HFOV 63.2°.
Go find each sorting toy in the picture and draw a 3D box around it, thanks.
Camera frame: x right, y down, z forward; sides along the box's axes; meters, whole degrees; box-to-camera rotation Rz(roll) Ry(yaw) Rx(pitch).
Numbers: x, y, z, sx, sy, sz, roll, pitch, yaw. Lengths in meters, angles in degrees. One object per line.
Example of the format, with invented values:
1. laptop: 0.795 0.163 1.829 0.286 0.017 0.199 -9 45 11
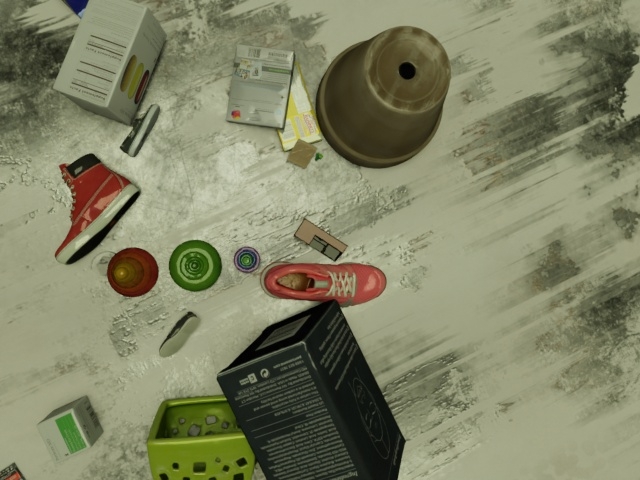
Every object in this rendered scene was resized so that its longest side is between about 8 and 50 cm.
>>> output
1. sorting toy: -0.324 0.062 1.215 0.366 0.126 0.127 -6 89 -7
2. sorting toy: -0.036 -0.213 1.310 0.083 0.012 0.062 23 108 -25

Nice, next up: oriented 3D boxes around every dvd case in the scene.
1. dvd case: -0.716 0.588 1.202 0.087 0.013 0.119 -33 91 -7

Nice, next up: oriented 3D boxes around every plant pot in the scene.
1. plant pot: -0.254 0.488 1.166 0.227 0.228 0.207 -1 94 -8
2. plant pot: 0.162 -0.349 1.217 0.323 0.280 0.323 0 88 -6

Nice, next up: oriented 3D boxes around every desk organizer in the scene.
1. desk organizer: 0.000 0.000 1.300 0.130 0.047 0.050 33 87 -5

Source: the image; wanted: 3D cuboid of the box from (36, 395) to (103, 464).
1. box: -0.566 0.427 1.182 0.087 0.102 0.101 -24 93 -6

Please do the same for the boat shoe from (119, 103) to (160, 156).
1. boat shoe: -0.434 -0.270 1.250 0.040 0.049 0.142 28 87 -5

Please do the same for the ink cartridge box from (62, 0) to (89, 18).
1. ink cartridge box: -0.612 -0.685 1.233 0.333 0.065 0.165 44 83 -5

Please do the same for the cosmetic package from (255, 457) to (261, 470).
1. cosmetic package: -0.098 0.551 1.271 0.115 0.041 0.060 38 84 -5

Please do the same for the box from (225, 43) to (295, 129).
1. box: -0.146 -0.374 1.273 0.145 0.038 0.186 9 92 5

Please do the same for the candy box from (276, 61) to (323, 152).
1. candy box: -0.075 -0.335 1.309 0.105 0.027 0.205 -18 91 -8

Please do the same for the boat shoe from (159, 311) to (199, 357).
1. boat shoe: -0.344 0.225 1.251 0.125 0.038 0.046 -51 137 -1

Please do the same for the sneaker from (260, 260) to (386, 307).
1. sneaker: 0.013 0.111 1.252 0.314 0.136 0.115 1 89 -8

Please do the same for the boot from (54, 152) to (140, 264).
1. boot: -0.568 -0.078 1.209 0.176 0.088 0.244 37 76 -5

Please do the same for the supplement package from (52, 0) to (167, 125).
1. supplement package: -0.477 -0.414 1.196 0.134 0.139 0.244 20 87 4

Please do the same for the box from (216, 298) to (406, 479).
1. box: -0.001 0.375 1.135 0.212 0.293 0.395 -25 92 17
